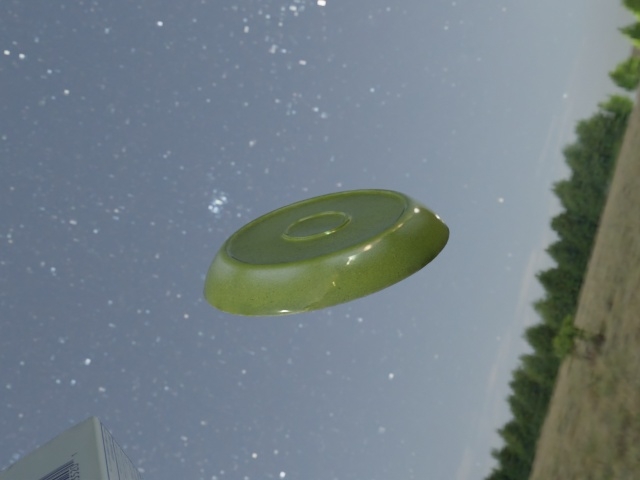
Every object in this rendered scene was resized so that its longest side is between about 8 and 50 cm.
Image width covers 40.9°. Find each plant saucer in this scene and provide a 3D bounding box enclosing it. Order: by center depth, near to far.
[{"bbox_3d":[0.000,0.000,0.813,0.241,0.241,0.037,-46,-53,-56],"label":"plant saucer"}]

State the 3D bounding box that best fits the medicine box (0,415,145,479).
[{"bbox_3d":[-0.211,0.379,0.889,0.149,0.263,0.289,-31,-67,-8],"label":"medicine box"}]
